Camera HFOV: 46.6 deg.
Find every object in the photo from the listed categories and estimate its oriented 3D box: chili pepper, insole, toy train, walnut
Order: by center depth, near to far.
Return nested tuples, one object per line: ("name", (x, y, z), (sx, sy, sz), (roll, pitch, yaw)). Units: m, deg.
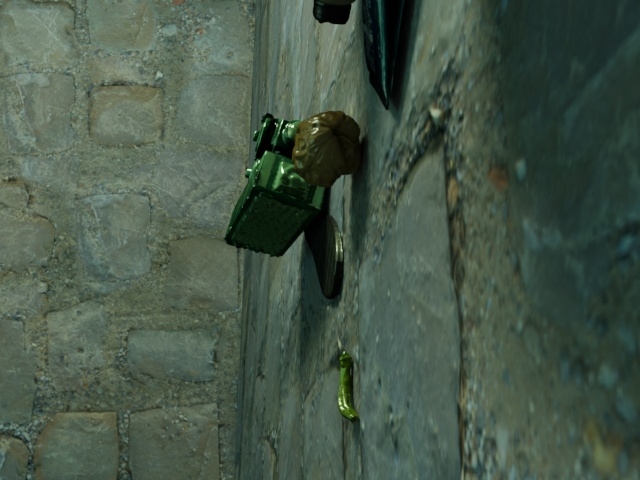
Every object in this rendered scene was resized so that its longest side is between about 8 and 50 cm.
("chili pepper", (0.027, 0.156, 0.784), (0.030, 0.017, 0.083), (108, 164, -52))
("walnut", (0.007, -0.101, 0.829), (0.079, 0.083, 0.096), (-56, 2, -24))
("insole", (0.000, 0.000, 1.032), (0.309, 0.012, 0.110), (-111, 25, -68))
("toy train", (-0.069, -0.080, 1.111), (0.269, 0.115, 0.154), (134, 153, -65))

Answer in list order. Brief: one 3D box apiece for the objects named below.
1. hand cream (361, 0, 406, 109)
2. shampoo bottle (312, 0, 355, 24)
("hand cream", (0.055, -0.264, 0.671), (0.120, 0.061, 0.270), (-103, 14, -65))
("shampoo bottle", (0.028, -0.354, 0.776), (0.127, 0.078, 0.256), (-83, 3, -55))
